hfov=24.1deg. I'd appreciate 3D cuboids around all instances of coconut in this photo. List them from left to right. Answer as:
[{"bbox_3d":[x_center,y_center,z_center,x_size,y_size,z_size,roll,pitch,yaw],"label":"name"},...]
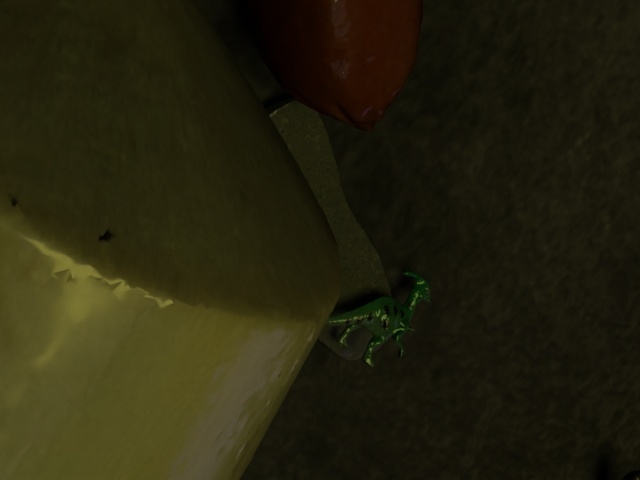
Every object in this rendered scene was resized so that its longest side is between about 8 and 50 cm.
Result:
[{"bbox_3d":[-0.144,0.007,0.546,0.323,0.323,0.323,-18,124,-29],"label":"coconut"}]

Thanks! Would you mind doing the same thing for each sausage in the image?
[{"bbox_3d":[0.001,-0.210,0.665,0.094,0.097,0.348,-10,120,-22],"label":"sausage"}]

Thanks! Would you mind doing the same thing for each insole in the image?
[{"bbox_3d":[0.000,0.000,0.836,0.063,0.010,0.192,-35,132,-16],"label":"insole"}]

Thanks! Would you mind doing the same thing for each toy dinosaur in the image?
[{"bbox_3d":[0.035,0.039,0.865,0.062,0.021,0.083,-54,139,-8],"label":"toy dinosaur"}]

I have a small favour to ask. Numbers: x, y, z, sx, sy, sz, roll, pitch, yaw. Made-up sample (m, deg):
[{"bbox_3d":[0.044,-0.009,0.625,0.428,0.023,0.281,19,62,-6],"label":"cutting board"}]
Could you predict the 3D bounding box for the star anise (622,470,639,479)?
[{"bbox_3d":[0.229,0.255,1.099,0.231,0.089,0.209,-16,110,-37],"label":"star anise"}]
